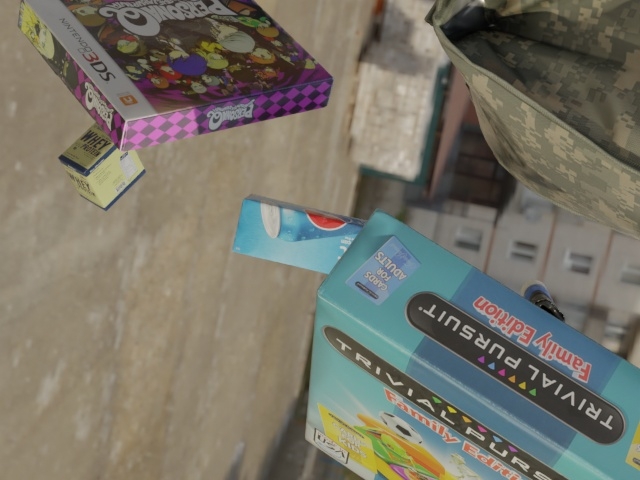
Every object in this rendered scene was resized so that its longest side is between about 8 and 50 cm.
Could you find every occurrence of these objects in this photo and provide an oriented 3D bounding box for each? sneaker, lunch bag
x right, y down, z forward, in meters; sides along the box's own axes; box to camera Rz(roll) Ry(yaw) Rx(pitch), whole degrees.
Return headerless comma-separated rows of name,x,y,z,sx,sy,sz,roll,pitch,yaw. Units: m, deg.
sneaker,0.360,0.145,1.944,0.084,0.058,0.152,-99,174,-64
lunch bag,0.225,-0.094,0.850,0.169,0.287,0.235,-63,160,-4

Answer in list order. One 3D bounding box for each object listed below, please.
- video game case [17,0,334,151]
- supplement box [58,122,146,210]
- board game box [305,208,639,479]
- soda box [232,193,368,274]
video game case,-0.138,-0.180,1.169,0.232,0.210,0.041,-16,140,-34
supplement box,-0.295,-0.103,1.654,0.083,0.056,0.083,-48,146,-21
board game box,0.114,0.141,0.900,0.079,0.254,0.336,-53,166,-21
soda box,0.000,0.000,1.540,0.067,0.210,0.071,-61,164,-81
